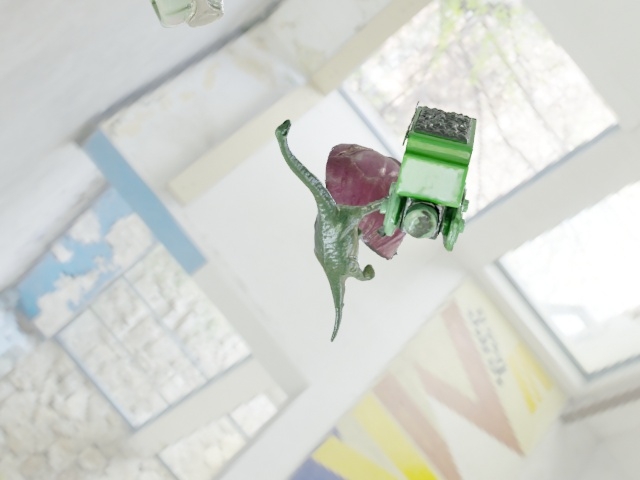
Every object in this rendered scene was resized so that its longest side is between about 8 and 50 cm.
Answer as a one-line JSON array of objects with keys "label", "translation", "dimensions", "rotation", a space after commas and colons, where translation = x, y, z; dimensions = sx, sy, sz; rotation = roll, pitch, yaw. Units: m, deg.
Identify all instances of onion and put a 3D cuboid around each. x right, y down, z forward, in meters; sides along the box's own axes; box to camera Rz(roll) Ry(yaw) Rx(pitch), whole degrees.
[{"label": "onion", "translation": [0.127, -0.110, 2.268], "dimensions": [0.111, 0.247, 0.250], "rotation": [-29, -157, 35]}]

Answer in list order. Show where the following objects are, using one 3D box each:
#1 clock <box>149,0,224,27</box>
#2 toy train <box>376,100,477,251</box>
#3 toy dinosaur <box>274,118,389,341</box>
[{"label": "clock", "translation": [-0.247, -0.465, 1.769], "dimensions": [0.109, 0.265, 0.324], "rotation": [-21, -161, -7]}, {"label": "toy train", "translation": [0.173, -0.098, 1.699], "dimensions": [0.243, 0.132, 0.188], "rotation": [-65, 167, -66]}, {"label": "toy dinosaur", "translation": [0.000, 0.000, 1.967], "dimensions": [0.301, 0.087, 0.447], "rotation": [-12, 115, -52]}]
